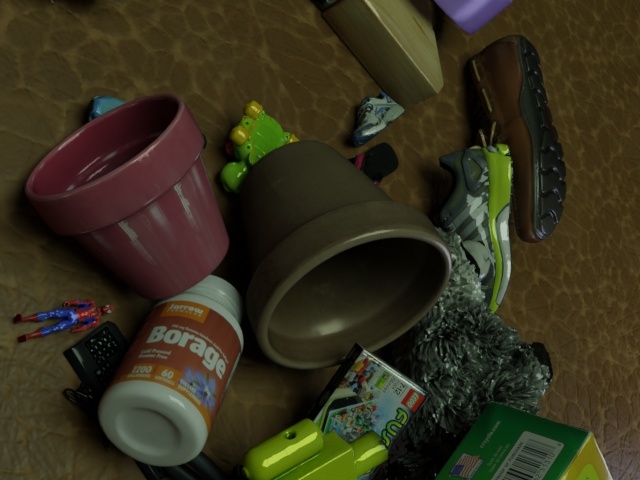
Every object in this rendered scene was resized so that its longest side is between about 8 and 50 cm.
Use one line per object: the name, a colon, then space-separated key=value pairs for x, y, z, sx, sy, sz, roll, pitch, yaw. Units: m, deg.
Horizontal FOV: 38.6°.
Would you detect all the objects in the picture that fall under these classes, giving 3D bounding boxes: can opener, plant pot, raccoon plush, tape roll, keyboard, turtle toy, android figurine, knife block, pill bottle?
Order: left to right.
keyboard: x=-0.217 y=0.192 z=1.046 sx=0.100 sy=0.038 sz=0.192 roll=-40 pitch=102 yaw=-42
plant pot: x=-0.202 y=-0.040 z=1.046 sx=0.201 sy=0.201 sz=0.180 roll=-56 pitch=129 yaw=-38
pill bottle: x=-0.158 y=0.138 z=1.038 sx=0.121 sy=0.121 sz=0.216 roll=47 pitch=33 yaw=-20
can opener: x=-0.124 y=0.292 z=1.082 sx=0.186 sy=0.059 sz=0.073 roll=41 pitch=9 yaw=-34
turtle toy: x=-0.093 y=-0.120 z=1.241 sx=0.095 sy=0.066 sz=0.130 roll=41 pitch=53 yaw=-22
android figurine: x=-0.035 y=0.332 z=1.070 sx=0.272 sy=0.056 sz=0.248 roll=-25 pitch=124 yaw=-25
plant pot: x=0.000 y=0.000 z=1.169 sx=0.263 sy=0.263 sz=0.229 roll=6 pitch=42 yaw=-40
knife block: x=0.067 y=-0.359 z=1.449 sx=0.242 sy=0.088 sz=0.276 roll=1 pitch=76 yaw=-41
raccoon plush: x=0.129 y=0.174 z=1.259 sx=0.299 sy=0.216 sz=0.446 roll=48 pitch=50 yaw=-9
tape roll: x=0.202 y=-0.479 z=1.527 sx=0.275 sy=0.090 sz=0.275 roll=43 pitch=22 yaw=-22

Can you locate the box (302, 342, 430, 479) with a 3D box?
box: x=0.035 y=0.247 z=1.164 sx=0.114 sy=0.036 sz=0.207 roll=34 pitch=90 yaw=-16

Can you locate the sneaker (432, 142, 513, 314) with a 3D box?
sneaker: x=0.243 y=-0.009 z=1.486 sx=0.121 sy=0.111 sz=0.300 roll=1 pitch=86 yaw=1

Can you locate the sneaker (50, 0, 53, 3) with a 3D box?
sneaker: x=-0.361 y=-0.364 z=1.069 sx=0.299 sy=0.121 sz=0.112 roll=3 pitch=44 yaw=-40

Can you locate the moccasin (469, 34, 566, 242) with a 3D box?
moccasin: x=0.331 y=-0.174 z=1.600 sx=0.139 sy=0.146 sz=0.380 roll=12 pitch=64 yaw=-54

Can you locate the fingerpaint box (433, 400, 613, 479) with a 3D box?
fingerpaint box: x=0.211 y=0.492 z=1.118 sx=0.445 sy=0.163 sz=0.371 roll=-48 pitch=125 yaw=-25

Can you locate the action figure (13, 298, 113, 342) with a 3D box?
action figure: x=-0.284 y=0.088 z=1.029 sx=0.115 sy=0.030 sz=0.038 roll=-12 pitch=79 yaw=-45

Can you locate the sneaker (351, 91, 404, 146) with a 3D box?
sneaker: x=0.077 y=-0.193 z=1.436 sx=0.058 sy=0.052 sz=0.135 roll=50 pitch=41 yaw=-4

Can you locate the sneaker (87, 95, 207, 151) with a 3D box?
sneaker: x=-0.212 y=-0.145 z=1.139 sx=0.162 sy=0.073 sz=0.064 roll=19 pitch=64 yaw=-36

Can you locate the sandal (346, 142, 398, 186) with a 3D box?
sandal: x=0.071 y=-0.107 z=1.399 sx=0.179 sy=0.040 sz=0.067 roll=-39 pitch=102 yaw=-42
